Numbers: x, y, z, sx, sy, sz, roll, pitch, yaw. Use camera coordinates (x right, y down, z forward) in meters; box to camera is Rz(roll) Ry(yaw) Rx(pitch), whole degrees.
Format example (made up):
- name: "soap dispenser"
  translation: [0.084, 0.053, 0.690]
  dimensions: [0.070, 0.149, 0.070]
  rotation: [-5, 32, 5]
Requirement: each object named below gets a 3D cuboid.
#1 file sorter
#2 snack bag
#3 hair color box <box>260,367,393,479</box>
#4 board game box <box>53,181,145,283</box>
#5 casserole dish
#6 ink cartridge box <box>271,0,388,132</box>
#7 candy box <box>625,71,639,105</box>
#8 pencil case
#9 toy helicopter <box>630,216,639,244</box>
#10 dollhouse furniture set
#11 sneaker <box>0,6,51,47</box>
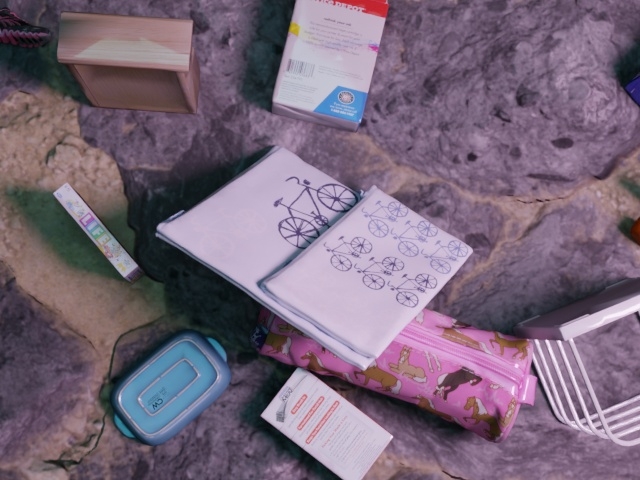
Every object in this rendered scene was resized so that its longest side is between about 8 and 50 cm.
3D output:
- name: "file sorter"
  translation: [0.404, 0.158, 1.644]
  dimensions: [0.193, 0.277, 0.173]
  rotation: [-21, 88, -4]
- name: "snack bag"
  translation: [0.000, 0.000, 1.647]
  dimensions: [0.342, 0.037, 0.323]
  rotation: [32, 39, 15]
- name: "hair color box"
  translation: [0.009, 0.261, 1.727]
  dimensions: [0.167, 0.053, 0.093]
  rotation: [38, 85, 2]
- name: "board game box"
  translation: [-0.311, -0.008, 1.727]
  dimensions: [0.026, 0.103, 0.154]
  rotation: [-40, 86, -6]
- name: "casserole dish"
  translation: [-0.215, 0.208, 1.736]
  dimensions: [0.188, 0.037, 0.114]
  rotation: [-40, 85, -5]
- name: "ink cartridge box"
  translation: [0.018, -0.288, 1.784]
  dimensions: [0.134, 0.078, 0.231]
  rotation: [14, 83, 0]
- name: "candy box"
  translation: [0.657, -0.243, 1.776]
  dimensions: [0.317, 0.122, 0.268]
  rotation: [-44, 86, -5]
- name: "pencil case"
  translation: [0.104, 0.146, 1.681]
  dimensions: [0.386, 0.167, 0.160]
  rotation: [21, 113, 0]
- name: "toy helicopter"
  translation: [0.618, 0.012, 1.685]
  dimensions: [0.355, 0.235, 0.140]
  rotation: [35, 83, 3]
- name: "dollhouse furniture set"
  translation: [-0.245, -0.401, 1.702]
  dimensions: [0.362, 0.256, 0.394]
  rotation: [4, 83, -1]
- name: "sneaker"
  translation: [-0.455, -0.318, 1.795]
  dimensions: [0.119, 0.047, 0.057]
  rotation: [6, 71, -2]
